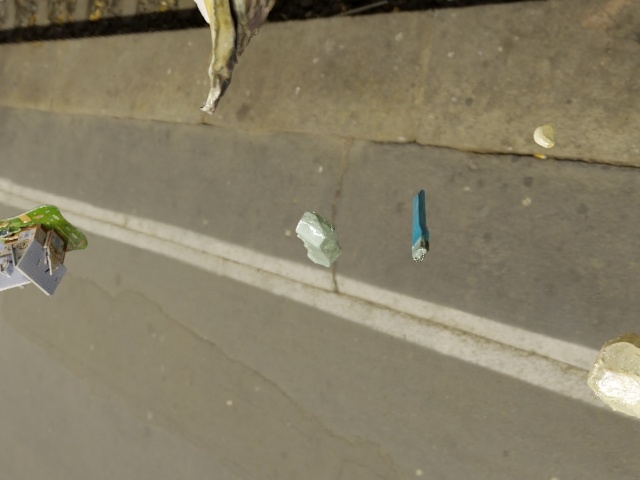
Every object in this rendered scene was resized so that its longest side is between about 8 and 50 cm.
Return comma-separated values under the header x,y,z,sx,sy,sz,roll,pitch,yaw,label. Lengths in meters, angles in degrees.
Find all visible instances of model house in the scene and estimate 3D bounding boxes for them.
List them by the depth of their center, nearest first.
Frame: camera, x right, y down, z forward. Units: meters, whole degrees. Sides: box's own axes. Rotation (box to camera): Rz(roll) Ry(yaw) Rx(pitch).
x,y,z,sx,sy,sz,roll,pitch,yaw,label
-0.453,0.029,1.093,0.166,0.117,0.088,-13,50,12,model house

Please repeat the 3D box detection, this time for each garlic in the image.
x,y,z,sx,sy,sz,roll,pitch,yaw,label
0.585,-0.274,1.883,0.041,0.053,0.083,106,177,-47,garlic

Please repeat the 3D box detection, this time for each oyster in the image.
x,y,z,sx,sy,sz,roll,pitch,yaw,label
-0.097,-0.259,0.697,0.271,0.100,0.275,34,142,57,oyster

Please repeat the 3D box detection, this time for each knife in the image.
x,y,z,sx,sy,sz,roll,pitch,yaw,label
0.200,-0.034,1.434,0.044,0.026,0.297,-59,8,29,knife

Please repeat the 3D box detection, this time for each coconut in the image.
x,y,z,sx,sy,sz,roll,pitch,yaw,label
0.712,0.303,1.637,0.194,0.194,0.195,-4,85,46,coconut

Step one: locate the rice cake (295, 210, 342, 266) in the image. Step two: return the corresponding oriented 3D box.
x,y,z,sx,sy,sz,roll,pitch,yaw,label
0.000,0.000,1.451,0.066,0.336,0.063,34,83,9,rice cake
